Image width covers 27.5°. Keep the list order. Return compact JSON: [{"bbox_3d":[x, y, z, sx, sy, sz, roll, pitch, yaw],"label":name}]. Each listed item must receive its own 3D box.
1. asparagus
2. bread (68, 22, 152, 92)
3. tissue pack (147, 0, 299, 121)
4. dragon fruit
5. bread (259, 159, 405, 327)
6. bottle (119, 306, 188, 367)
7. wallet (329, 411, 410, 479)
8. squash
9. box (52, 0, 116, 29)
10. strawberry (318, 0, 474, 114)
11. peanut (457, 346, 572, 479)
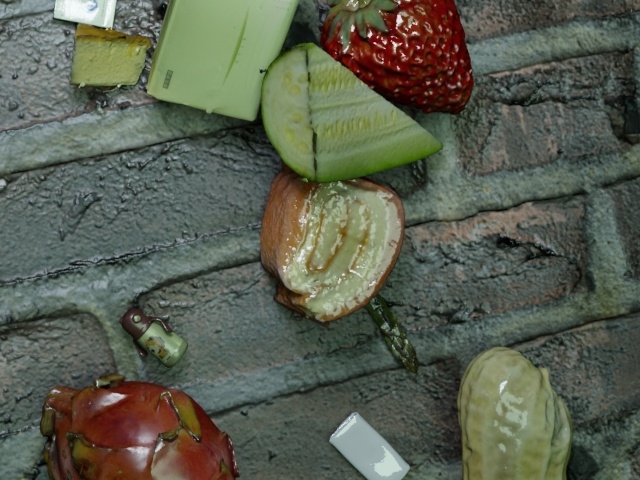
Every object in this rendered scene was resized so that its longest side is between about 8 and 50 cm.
[{"bbox_3d":[0.101,0.129,1.941,0.036,0.030,0.165,-36,99,-34],"label":"asparagus"},{"bbox_3d":[-0.290,-0.245,1.802,0.109,0.080,0.084,10,112,-14],"label":"bread"},{"bbox_3d":[-0.129,-0.294,1.770,0.159,0.125,0.234,14,129,-14],"label":"tissue pack"},{"bbox_3d":[-0.237,0.309,1.763,0.315,0.250,0.250,8,90,29],"label":"dragon fruit"},{"bbox_3d":[0.012,0.004,1.869,0.190,0.123,0.244,15,90,-15],"label":"bread"},{"bbox_3d":[-0.240,0.135,1.851,0.101,0.047,0.063,39,93,-11],"label":"bottle"},{"bbox_3d":[0.073,0.316,1.943,0.061,0.025,0.122,-46,102,-10],"label":"wallet"},{"bbox_3d":[0.043,-0.197,1.833,0.289,0.111,0.203,-21,114,-44],"label":"squash"},{"bbox_3d":[-0.328,-0.327,1.825,0.083,0.024,0.054,9,88,-13],"label":"box"},{"bbox_3d":[0.125,-0.266,1.864,0.205,0.205,0.244,-51,125,-7],"label":"strawberry"},{"bbox_3d":[0.285,0.324,1.934,0.174,0.158,0.340,-7,99,-43],"label":"peanut"}]
